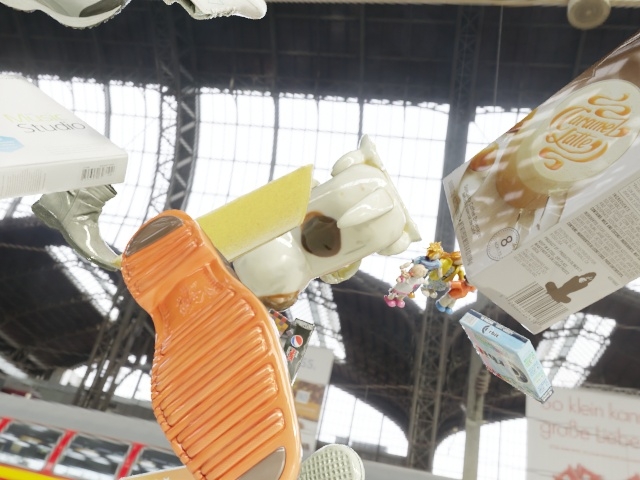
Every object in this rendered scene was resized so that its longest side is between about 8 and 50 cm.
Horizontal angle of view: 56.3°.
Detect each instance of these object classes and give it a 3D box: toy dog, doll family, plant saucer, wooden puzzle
[{"bbox_3d":[0.000,0.000,1.351,0.408,0.395,0.284,-28,-75,12],"label":"toy dog"},{"bbox_3d":[0.273,0.079,1.478,0.263,0.118,0.163,9,-48,-30],"label":"doll family"},{"bbox_3d":[-0.167,-0.001,1.026,0.081,0.333,0.333,62,-12,-2],"label":"plant saucer"},{"bbox_3d":[-0.095,0.174,1.241,0.083,0.049,0.006,36,5,-9],"label":"wooden puzzle"}]

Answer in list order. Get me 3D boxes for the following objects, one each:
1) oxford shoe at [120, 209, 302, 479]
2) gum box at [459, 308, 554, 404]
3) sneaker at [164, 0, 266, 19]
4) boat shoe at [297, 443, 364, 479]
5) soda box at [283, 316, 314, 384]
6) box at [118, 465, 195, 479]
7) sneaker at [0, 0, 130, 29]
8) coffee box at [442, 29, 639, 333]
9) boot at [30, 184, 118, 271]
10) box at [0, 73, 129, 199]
[{"bbox_3d":[-0.092,0.109,0.601,0.130,0.363,0.133,-34,-46,2],"label":"oxford shoe"},{"bbox_3d":[0.386,0.240,1.241,0.157,0.041,0.184,29,-21,53],"label":"gum box"},{"bbox_3d":[-0.144,-0.318,0.794,0.152,0.061,0.054,10,-14,-30],"label":"sneaker"},{"bbox_3d":[-0.009,0.672,1.343,0.156,0.500,0.187,5,18,-46],"label":"boat shoe"},{"bbox_3d":[-0.067,0.278,1.473,0.053,0.169,0.060,21,-12,6],"label":"soda box"},{"bbox_3d":[-0.195,0.393,0.859,0.170,0.130,0.091,-6,-19,-17],"label":"box"},{"bbox_3d":[-0.423,-0.415,0.944,0.271,0.100,0.108,16,-27,12],"label":"sneaker"},{"bbox_3d":[0.228,-0.056,0.463,0.098,0.141,0.246,36,-58,-26],"label":"coffee box"},{"bbox_3d":[-0.519,-0.058,1.368,0.246,0.161,0.083,43,-2,-10],"label":"boot"},{"bbox_3d":[-0.481,-0.168,0.897,0.322,0.232,0.058,33,-61,26],"label":"box"}]
